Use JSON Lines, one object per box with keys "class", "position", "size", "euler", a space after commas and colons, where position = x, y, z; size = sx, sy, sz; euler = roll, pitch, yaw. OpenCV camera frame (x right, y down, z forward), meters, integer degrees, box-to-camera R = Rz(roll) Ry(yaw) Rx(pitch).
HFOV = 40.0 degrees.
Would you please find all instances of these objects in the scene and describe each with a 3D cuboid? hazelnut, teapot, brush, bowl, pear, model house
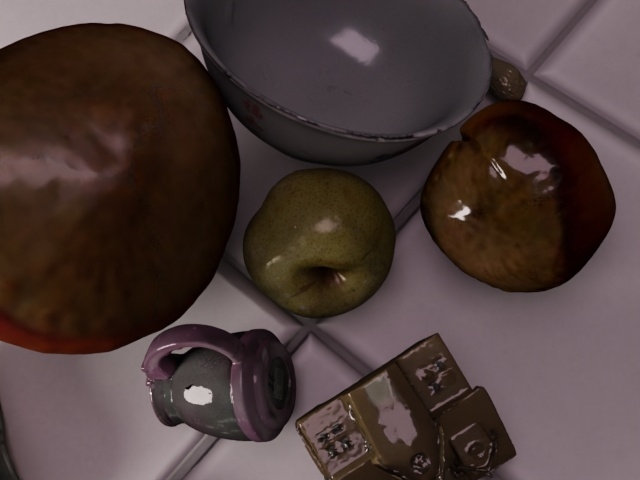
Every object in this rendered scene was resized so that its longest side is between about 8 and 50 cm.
{"class": "hazelnut", "position": [0.211, -0.052, 0.922], "size": [0.208, 0.208, 0.208], "euler": [-4, 68, 9]}
{"class": "teapot", "position": [-0.114, 0.152, 0.912], "size": [0.146, 0.148, 0.116], "euler": [-7, 76, 21]}
{"class": "brush", "position": [0.147, -0.269, 1.093], "size": [0.042, 0.039, 0.299], "euler": [-36, 63, -9]}
{"class": "bowl", "position": [0.004, -0.190, 0.990], "size": [0.345, 0.157, 0.346], "euler": [10, 50, -12]}
{"class": "hazelnut", "position": [-0.254, -0.044, 0.900], "size": [0.365, 0.366, 0.366], "euler": [-4, 68, 9]}
{"class": "pear", "position": [0.000, 0.000, 0.938], "size": [0.167, 0.167, 0.137], "euler": [-9, 40, 6]}
{"class": "model house", "position": [0.109, 0.236, 0.840], "size": [0.180, 0.176, 0.248], "euler": [-33, 83, -4]}

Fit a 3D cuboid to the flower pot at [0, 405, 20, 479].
{"class": "flower pot", "position": [-0.409, 0.220, 0.955], "size": [0.108, 0.103, 0.229], "euler": [-26, 67, 0]}
